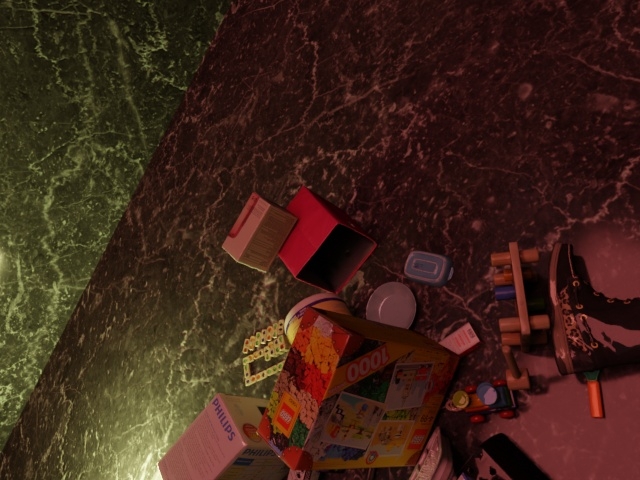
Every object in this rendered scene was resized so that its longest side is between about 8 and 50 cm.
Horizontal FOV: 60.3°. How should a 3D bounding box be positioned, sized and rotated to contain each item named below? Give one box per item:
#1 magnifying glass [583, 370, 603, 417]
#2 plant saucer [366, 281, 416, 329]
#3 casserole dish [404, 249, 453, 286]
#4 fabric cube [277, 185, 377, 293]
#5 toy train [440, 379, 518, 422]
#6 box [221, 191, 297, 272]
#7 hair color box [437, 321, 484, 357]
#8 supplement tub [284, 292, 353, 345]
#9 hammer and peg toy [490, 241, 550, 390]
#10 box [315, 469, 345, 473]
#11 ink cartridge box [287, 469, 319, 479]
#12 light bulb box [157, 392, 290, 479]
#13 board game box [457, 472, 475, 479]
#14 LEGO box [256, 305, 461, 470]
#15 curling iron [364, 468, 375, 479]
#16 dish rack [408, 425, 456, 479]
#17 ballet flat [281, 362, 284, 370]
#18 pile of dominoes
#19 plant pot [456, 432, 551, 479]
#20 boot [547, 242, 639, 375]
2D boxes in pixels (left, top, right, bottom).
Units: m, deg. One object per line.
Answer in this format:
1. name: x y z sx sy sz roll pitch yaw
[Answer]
1. magnifying glass: 0.717 0.348 1.456 0.092 0.026 0.231 -13 65 35
2. plant saucer: 0.247 0.240 1.878 0.195 0.037 0.195 -17 61 34
3. casserole dish: 0.356 0.090 1.852 0.188 0.037 0.114 12 80 43
4. fabric cube: 0.000 0.000 2.036 0.259 0.254 0.258 -51 47 11
5. toy train: 0.418 0.463 1.572 0.248 0.143 0.105 -22 59 31
6. box: -0.216 -0.028 1.955 0.127 0.148 0.232 36 97 44
7. hair color box: 0.424 0.321 1.695 0.141 0.043 0.072 -40 52 21
8. supplement tub: 0.040 0.368 1.855 0.241 0.241 0.331 -45 50 16
9. hammer and peg toy: 0.550 0.209 1.494 0.127 0.266 0.361 -7 65 17
10. box: -0.002 0.623 1.848 0.270 0.143 0.165 39 97 43
11. ink cartridge box: -0.063 0.815 1.847 0.097 0.046 0.207 25 106 42
12. light bulb box: -0.291 0.738 1.893 0.361 0.358 0.225 -49 51 11
13. board game box: 0.419 0.750 1.330 0.233 0.347 0.078 -54 12 7
14. LEGO box: 0.122 0.427 1.556 0.193 0.500 0.372 25 95 49
15. curling iron: 0.158 0.779 1.726 0.068 0.035 0.274 -1 72 35
16. dish rack: 0.290 0.678 1.502 0.072 0.333 0.286 28 90 12
17. ballet flat: -0.064 0.465 2.018 0.203 0.074 0.074 -15 63 37
18. pile of dominoes: -0.227 0.440 2.180 0.251 0.040 0.196 -30 55 26
19. plant pot: 0.460 0.637 1.451 0.188 0.167 0.187 -53 49 8
20. boot: 0.749 0.165 1.432 0.284 0.138 0.377 -7 52 28
